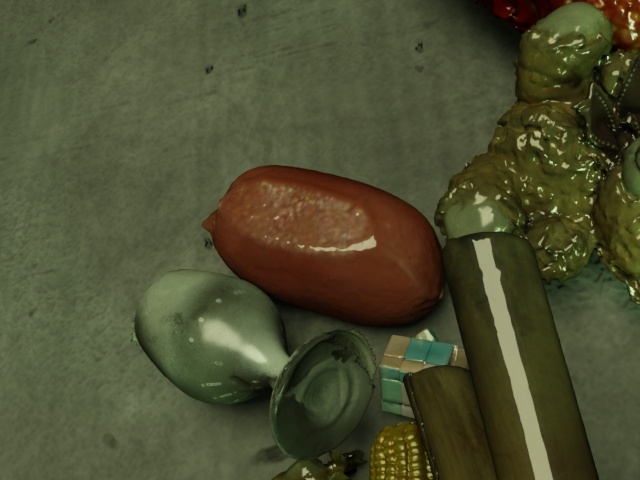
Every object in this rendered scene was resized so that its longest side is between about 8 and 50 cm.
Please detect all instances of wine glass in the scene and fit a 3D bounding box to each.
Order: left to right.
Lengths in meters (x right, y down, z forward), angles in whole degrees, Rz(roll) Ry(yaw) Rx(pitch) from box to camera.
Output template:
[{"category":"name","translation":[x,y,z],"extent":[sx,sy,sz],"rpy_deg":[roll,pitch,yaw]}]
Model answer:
[{"category":"wine glass","translation":[-0.071,0.103,0.762],"extent":[0.241,0.126,0.126],"rpy_deg":[20,70,47]}]

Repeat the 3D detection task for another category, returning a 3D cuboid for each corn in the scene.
[{"category":"corn","translation":[0.079,0.267,0.684],"extent":[0.080,0.080,0.231],"rpy_deg":[-6,62,16]}]

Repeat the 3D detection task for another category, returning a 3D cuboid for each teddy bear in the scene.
[{"category":"teddy bear","translation":[0.266,-0.052,0.742],"extent":[0.256,0.156,0.267],"rpy_deg":[28,85,26]}]

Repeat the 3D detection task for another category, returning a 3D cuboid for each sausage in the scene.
[{"category":"sausage","translation":[0.000,0.000,0.819],"extent":[0.254,0.148,0.148],"rpy_deg":[11,67,25]}]

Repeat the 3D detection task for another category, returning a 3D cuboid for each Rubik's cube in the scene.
[{"category":"Rubik's cube","translation":[0.094,0.123,0.761],"extent":[0.075,0.084,0.073],"rpy_deg":[20,43,10]}]

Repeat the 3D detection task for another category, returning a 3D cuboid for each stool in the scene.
[{"category":"stool","translation":[0.212,0.158,0.543],"extent":[0.310,0.310,0.226],"rpy_deg":[3,60,0]}]

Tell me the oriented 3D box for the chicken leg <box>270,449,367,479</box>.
[{"category":"chicken leg","translation":[-0.141,0.297,0.690],"extent":[0.429,0.201,0.153],"rpy_deg":[-24,60,-10]}]

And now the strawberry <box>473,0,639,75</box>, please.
[{"category":"strawberry","translation":[0.241,-0.326,0.851],"extent":[0.292,0.292,0.344],"rpy_deg":[-13,72,12]}]
